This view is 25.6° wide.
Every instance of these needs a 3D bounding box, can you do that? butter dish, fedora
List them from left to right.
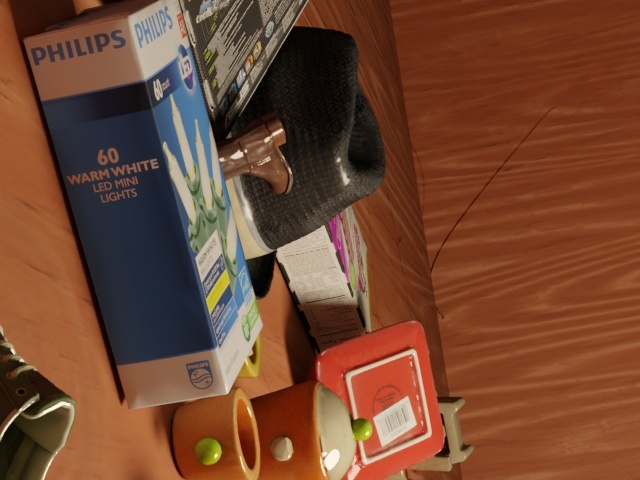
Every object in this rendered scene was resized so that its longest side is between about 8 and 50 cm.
[{"bbox_3d":[-0.026,-0.109,1.340,0.334,0.152,0.334,-11,90,-80],"label":"fedora"},{"bbox_3d":[0.040,0.179,1.559,0.160,0.118,0.160,-17,99,-38],"label":"butter dish"}]

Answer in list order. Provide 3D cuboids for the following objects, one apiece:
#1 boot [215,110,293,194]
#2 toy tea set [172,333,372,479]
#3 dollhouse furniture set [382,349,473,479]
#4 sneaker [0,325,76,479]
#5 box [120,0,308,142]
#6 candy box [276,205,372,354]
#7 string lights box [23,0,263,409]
[{"bbox_3d":[-0.082,-0.051,1.156,0.037,0.114,0.106,54,-15,32],"label":"boot"},{"bbox_3d":[-0.033,0.184,1.084,0.336,0.124,0.200,-87,164,-53],"label":"toy tea set"},{"bbox_3d":[0.100,0.279,1.841,0.259,0.135,0.262,-16,96,-69],"label":"dollhouse furniture set"},{"bbox_3d":[-0.151,0.075,0.645,0.064,0.086,0.192,64,18,-57],"label":"sneaker"},{"bbox_3d":[-0.062,-0.245,1.133,0.216,0.060,0.270,78,35,-57],"label":"box"},{"bbox_3d":[0.000,0.000,1.607,0.233,0.071,0.159,69,14,-48],"label":"candy box"},{"bbox_3d":[-0.117,-0.031,0.971,0.133,0.077,0.259,-66,144,-70],"label":"string lights box"}]
